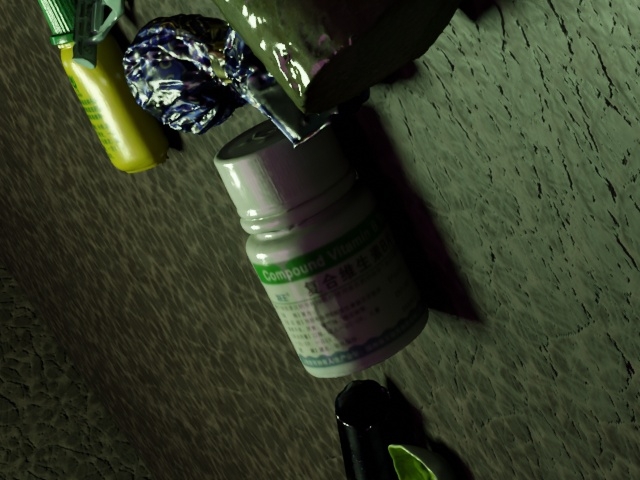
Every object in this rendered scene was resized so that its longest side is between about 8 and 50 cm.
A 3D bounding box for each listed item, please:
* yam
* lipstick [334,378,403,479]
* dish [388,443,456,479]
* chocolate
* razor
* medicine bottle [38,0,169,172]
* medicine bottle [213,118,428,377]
[{"bbox_3d":[-0.018,-0.221,1.253,0.268,0.161,0.161,50,161,23],"label":"yam"},{"bbox_3d":[0.077,0.312,2.013,0.077,0.077,0.418,44,158,37],"label":"lipstick"},{"bbox_3d":[0.128,0.273,1.872,0.091,0.039,0.137,29,147,48],"label":"dish"},{"bbox_3d":[-0.061,-0.162,1.529,0.126,0.148,0.343,24,173,-29],"label":"chocolate"},{"bbox_3d":[-0.237,-0.303,1.884,0.278,0.056,0.111,123,150,-64],"label":"razor"},{"bbox_3d":[-0.282,-0.226,2.077,0.111,0.076,0.309,7,128,60],"label":"medicine bottle"},{"bbox_3d":[0.000,0.000,1.604,0.139,0.139,0.237,15,132,65],"label":"medicine bottle"}]
